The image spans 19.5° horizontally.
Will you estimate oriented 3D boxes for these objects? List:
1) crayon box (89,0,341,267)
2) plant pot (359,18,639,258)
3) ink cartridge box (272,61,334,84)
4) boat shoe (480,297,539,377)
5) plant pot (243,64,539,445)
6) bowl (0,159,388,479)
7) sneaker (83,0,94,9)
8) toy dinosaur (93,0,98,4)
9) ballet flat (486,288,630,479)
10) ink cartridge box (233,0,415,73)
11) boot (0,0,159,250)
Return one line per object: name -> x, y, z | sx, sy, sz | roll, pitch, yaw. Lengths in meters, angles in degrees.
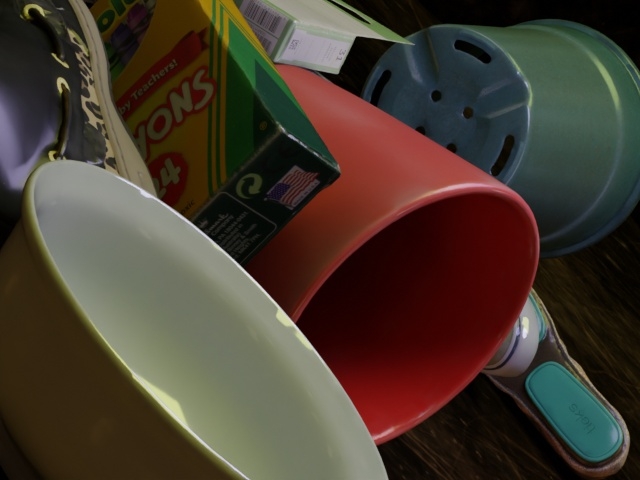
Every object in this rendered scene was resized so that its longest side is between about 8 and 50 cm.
crayon box -> -0.135, -0.096, 1.457 | 0.081, 0.202, 0.318 | 33, 18, -44
plant pot -> 0.234, -0.149, 2.503 | 0.341, 0.341, 0.334 | 52, 22, 21
ink cartridge box -> 0.025, -0.081, 1.987 | 0.198, 0.115, 0.273 | 35, 8, -38
boat shoe -> 0.134, 0.052, 2.084 | 0.094, 0.109, 0.302 | 19, 18, -37
plant pot -> 0.000, 0.000, 1.517 | 0.243, 0.275, 0.275 | 44, 10, 36
bowl -> -0.105, 0.103, 1.117 | 0.298, 0.134, 0.298 | 43, 13, -13
sneaker -> -0.220, -0.217, 1.917 | 0.037, 0.032, 0.083 | -24, 78, -45
toy dinosaur -> -0.150, -0.211, 1.821 | 0.313, 0.160, 0.121 | 31, 21, -46
ballet flat -> 0.242, 0.150, 2.140 | 0.316, 0.107, 0.106 | 59, -2, 25
ink cartridge box -> -0.030, -0.239, 2.006 | 0.171, 0.056, 0.235 | 35, 16, 30
boot -> -0.278, -0.132, 1.288 | 0.284, 0.138, 0.377 | 29, 27, -50
